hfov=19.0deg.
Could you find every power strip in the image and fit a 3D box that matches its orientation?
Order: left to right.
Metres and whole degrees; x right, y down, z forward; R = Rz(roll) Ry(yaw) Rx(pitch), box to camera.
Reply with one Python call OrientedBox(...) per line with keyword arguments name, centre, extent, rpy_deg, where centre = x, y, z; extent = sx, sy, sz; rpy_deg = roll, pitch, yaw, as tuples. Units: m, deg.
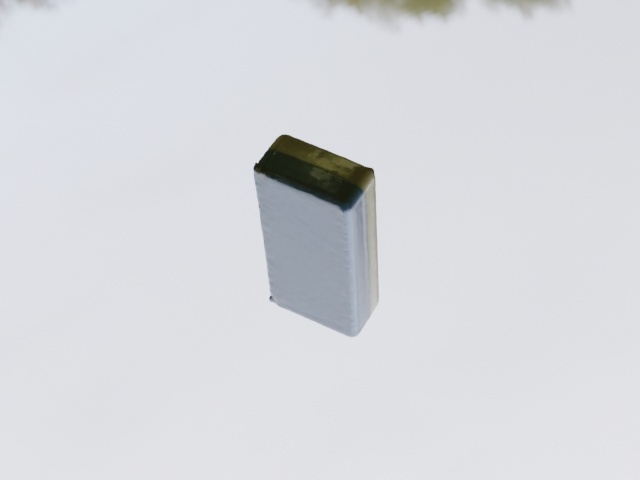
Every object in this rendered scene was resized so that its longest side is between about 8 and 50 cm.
OrientedBox(name="power strip", centre=(0.000, 0.000, 0.984), extent=(0.056, 0.123, 0.032), rpy_deg=(23, -122, 19))
